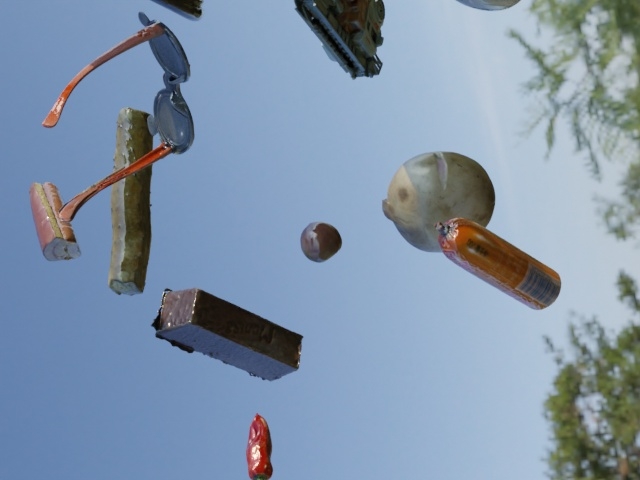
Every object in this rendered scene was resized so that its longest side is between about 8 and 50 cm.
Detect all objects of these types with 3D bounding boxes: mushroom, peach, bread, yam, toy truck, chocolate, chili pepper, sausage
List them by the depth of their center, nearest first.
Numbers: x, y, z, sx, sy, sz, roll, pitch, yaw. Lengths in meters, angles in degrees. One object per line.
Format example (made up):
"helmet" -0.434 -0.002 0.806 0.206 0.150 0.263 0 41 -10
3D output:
"yam" -0.319 -0.066 1.724 0.067 0.071 0.317 22 -111 -72
"bread" -0.490 -0.016 1.879 0.192 0.067 0.119 -124 19 -49
"chili pepper" -0.117 0.406 1.943 0.050 0.059 0.191 14 -140 -22
"sausage" 0.332 0.037 1.959 0.312 0.093 0.093 28 -130 -32
"peach" 0.000 0.002 1.966 0.083 0.083 0.083 -11 -90 -68
"chocolate" -0.182 0.192 2.091 0.321 0.112 0.111 29 -121 -34
"toy truck" 0.037 -0.477 2.138 0.338 0.133 0.184 50 -138 -55
"mushroom" 0.263 -0.091 2.284 0.184 0.255 0.254 -81 -29 -53

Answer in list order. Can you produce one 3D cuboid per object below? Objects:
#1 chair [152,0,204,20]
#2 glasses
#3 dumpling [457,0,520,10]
"chair" -0.250 -0.627 1.764 0.365 0.410 0.362 26 -169 -20
"glasses" -0.306 -0.181 1.476 0.268 0.118 0.234 -35 -33 -34
"dumpling" 0.200 -0.329 1.235 0.127 0.188 0.108 -152 50 -81
